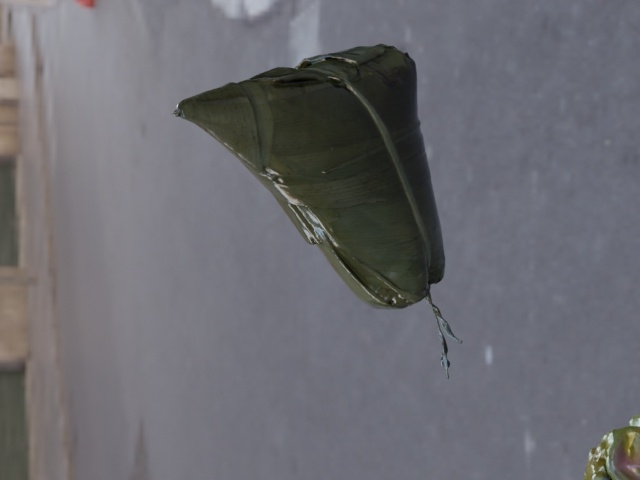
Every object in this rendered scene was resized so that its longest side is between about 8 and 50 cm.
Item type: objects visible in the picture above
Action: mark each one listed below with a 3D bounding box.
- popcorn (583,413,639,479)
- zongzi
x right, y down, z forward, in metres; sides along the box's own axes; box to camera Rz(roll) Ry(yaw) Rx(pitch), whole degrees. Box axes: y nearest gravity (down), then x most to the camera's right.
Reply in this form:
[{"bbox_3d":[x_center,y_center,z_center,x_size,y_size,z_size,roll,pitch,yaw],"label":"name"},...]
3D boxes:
[{"bbox_3d":[0.225,0.148,0.888,0.126,0.145,0.126,65,-152,-7],"label":"popcorn"},{"bbox_3d":[0.000,0.000,0.643,0.062,0.130,0.154,-2,104,42],"label":"zongzi"}]
